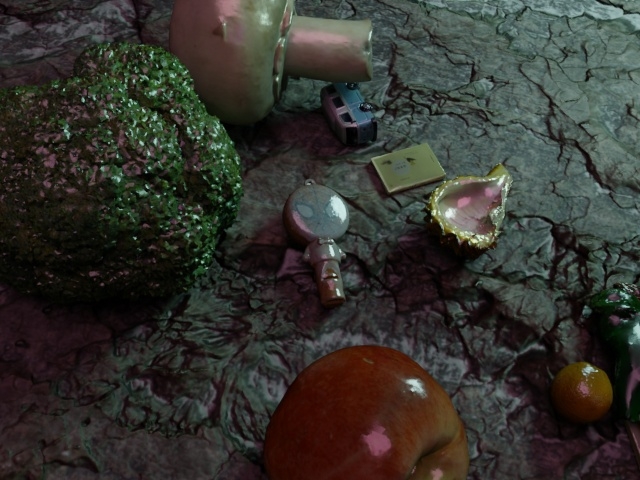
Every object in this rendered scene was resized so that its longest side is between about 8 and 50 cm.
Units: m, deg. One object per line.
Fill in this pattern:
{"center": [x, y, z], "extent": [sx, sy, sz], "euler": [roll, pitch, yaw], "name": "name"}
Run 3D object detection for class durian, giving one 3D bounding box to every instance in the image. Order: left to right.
{"center": [0.248, -0.048, 1.007], "extent": [0.140, 0.078, 0.224], "euler": [25, 50, 25], "name": "durian"}

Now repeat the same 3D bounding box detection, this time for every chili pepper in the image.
{"center": [0.448, 0.169, 0.877], "extent": [0.098, 0.061, 0.224], "euler": [5, 50, -6], "name": "chili pepper"}

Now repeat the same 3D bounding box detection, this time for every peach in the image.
{"center": [0.042, 0.245, 0.750], "extent": [0.232, 0.257, 0.232], "euler": [-1, 92, -34], "name": "peach"}

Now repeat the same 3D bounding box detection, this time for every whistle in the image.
{"center": [0.000, 0.000, 0.977], "extent": [0.107, 0.057, 0.220], "euler": [-3, 63, -20], "name": "whistle"}

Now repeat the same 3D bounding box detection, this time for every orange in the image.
{"center": [0.358, 0.209, 0.854], "extent": [0.085, 0.085, 0.085], "euler": [1, 59, -2], "name": "orange"}

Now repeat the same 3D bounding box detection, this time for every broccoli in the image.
{"center": [-0.291, -0.072, 0.871], "extent": [0.321, 0.310, 0.413], "euler": [30, 97, 21], "name": "broccoli"}

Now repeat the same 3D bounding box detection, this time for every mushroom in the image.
{"center": [-0.075, -0.338, 1.039], "extent": [0.336, 0.314, 0.314], "euler": [3, 59, -1], "name": "mushroom"}

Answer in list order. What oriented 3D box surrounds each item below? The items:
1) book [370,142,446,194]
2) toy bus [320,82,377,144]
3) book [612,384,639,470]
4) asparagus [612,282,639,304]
{"center": [0.152, -0.126, 1.078], "extent": [0.111, 0.014, 0.077], "euler": [-17, 61, -12], "name": "book"}
{"center": [0.048, -0.227, 1.108], "extent": [0.075, 0.060, 0.123], "euler": [-20, 60, -9], "name": "toy bus"}
{"center": [0.514, 0.304, 0.838], "extent": [0.170, 0.018, 0.241], "euler": [-5, 59, -5], "name": "book"}
{"center": [0.523, 0.110, 0.946], "extent": [0.165, 0.030, 0.036], "euler": [33, 88, 14], "name": "asparagus"}
